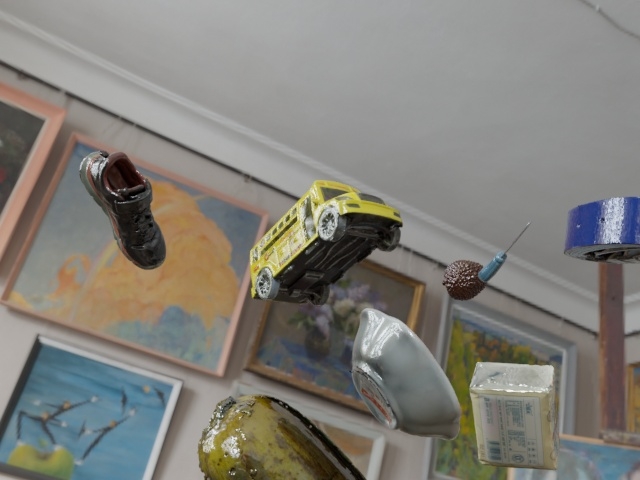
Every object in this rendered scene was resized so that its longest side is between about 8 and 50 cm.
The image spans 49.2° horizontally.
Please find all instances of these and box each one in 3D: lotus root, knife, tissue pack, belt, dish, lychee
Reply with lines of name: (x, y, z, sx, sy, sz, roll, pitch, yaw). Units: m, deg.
lotus root: (-0.028, 0.397, 1.031, 0.397, 0.196, 0.179, 47, -58, -4)
knife: (0.424, 0.019, 1.582, 0.032, 0.058, 0.244, 46, -36, 16)
tissue pack: (0.365, 0.327, 1.306, 0.148, 0.092, 0.196, -1, -60, 22)
belt: (0.703, -0.020, 1.625, 0.212, 0.117, 0.347, 8, -7, -4)
dish: (0.103, 0.213, 1.022, 0.229, 0.081, 0.229, 47, -24, 28)
lychee: (0.418, 0.110, 2.019, 0.129, 0.123, 0.123, -31, -39, 5)

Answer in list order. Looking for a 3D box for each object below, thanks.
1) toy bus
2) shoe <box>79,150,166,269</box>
toy bus: (0.000, 0.000, 1.292, 0.144, 0.152, 0.330, 10, -36, -34)
shoe: (-0.411, -0.077, 1.540, 0.137, 0.114, 0.291, -18, -76, 47)
